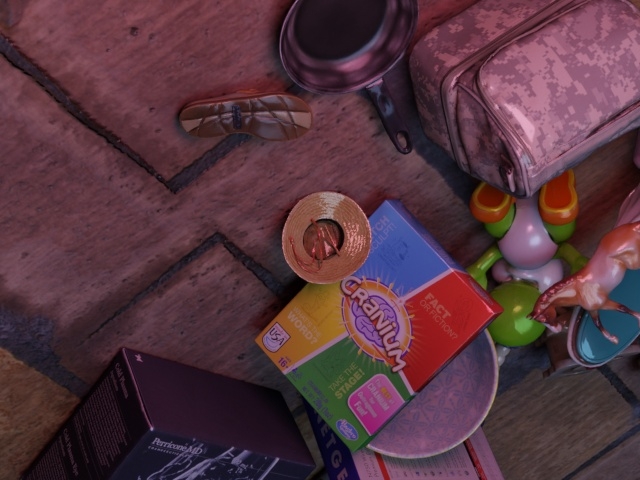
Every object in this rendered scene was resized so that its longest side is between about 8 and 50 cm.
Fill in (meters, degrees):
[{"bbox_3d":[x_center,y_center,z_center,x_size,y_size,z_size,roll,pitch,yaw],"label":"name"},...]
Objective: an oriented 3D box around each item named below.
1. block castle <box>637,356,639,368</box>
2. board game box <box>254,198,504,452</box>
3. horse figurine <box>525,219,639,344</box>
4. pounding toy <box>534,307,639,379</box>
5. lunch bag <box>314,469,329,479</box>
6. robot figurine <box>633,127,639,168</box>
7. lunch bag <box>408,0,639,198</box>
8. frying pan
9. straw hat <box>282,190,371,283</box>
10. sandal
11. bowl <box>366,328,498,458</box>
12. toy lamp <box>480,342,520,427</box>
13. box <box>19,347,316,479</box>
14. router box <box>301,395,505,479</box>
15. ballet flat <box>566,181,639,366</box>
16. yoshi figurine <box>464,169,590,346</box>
[{"bbox_3d":[0.751,0.138,2.195,0.303,0.213,0.453,-32,144,-15],"label":"block castle"},{"bbox_3d":[0.085,0.130,1.812,0.316,0.242,0.064,-48,165,17],"label":"board game box"},{"bbox_3d":[0.450,0.053,1.763,0.174,0.066,0.263,32,111,-20],"label":"horse figurine"},{"bbox_3d":[0.469,0.150,2.098,0.154,0.154,0.269,-11,166,-3],"label":"pounding toy"},{"bbox_3d":[0.089,0.514,2.157,0.303,0.243,0.115,-44,134,13],"label":"lunch bag"},{"bbox_3d":[0.599,-0.169,1.768,0.200,0.300,0.353,15,82,-30],"label":"robot figurine"},{"bbox_3d":[0.310,-0.206,1.584,0.305,0.256,0.212,-31,139,-13],"label":"lunch bag"},{"bbox_3d":[0.076,-0.258,1.587,0.197,0.053,0.326,-46,136,16],"label":"frying pan"},{"bbox_3d":[0.000,0.000,1.771,0.144,0.144,0.061,-11,174,-19],"label":"straw hat"},{"bbox_3d":[-0.099,-0.173,1.580,0.180,0.049,0.072,-2,126,-7],"label":"sandal"},{"bbox_3d":[0.149,0.198,1.942,0.289,0.289,0.156,-39,178,10],"label":"bowl"},{"bbox_3d":[0.294,0.265,2.160,0.080,0.080,0.274,1,126,-28],"label":"toy lamp"},{"bbox_3d":[-0.246,0.375,1.903,0.343,0.179,0.312,21,116,-40],"label":"box"},{"bbox_3d":[0.156,0.377,2.000,0.301,0.335,0.082,7,134,-31],"label":"router box"},{"bbox_3d":[0.514,0.026,1.950,0.139,0.139,0.400,33,87,-43],"label":"ballet flat"},{"bbox_3d":[0.323,0.047,1.876,0.203,0.203,0.362,-31,146,-12],"label":"yoshi figurine"}]
